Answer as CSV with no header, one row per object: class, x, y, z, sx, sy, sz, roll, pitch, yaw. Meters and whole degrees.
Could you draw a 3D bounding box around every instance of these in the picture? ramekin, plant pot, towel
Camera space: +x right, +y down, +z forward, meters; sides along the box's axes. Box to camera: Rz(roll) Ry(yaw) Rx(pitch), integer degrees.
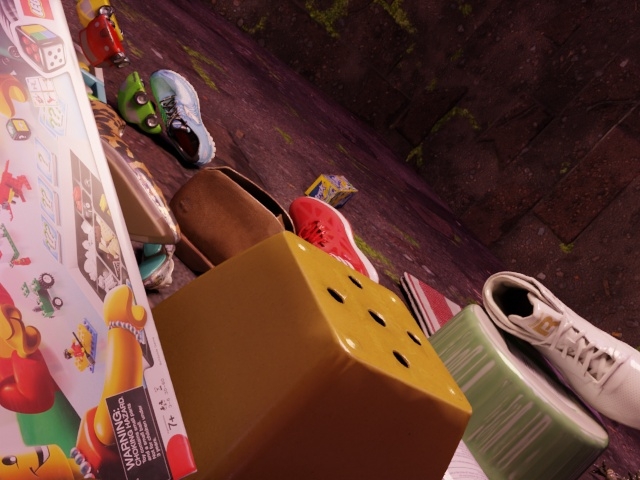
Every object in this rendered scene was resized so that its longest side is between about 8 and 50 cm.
ramekin,0.269,0.235,1.008,0.303,0.148,0.303,38,15,-12
plant pot,-0.018,0.122,0.529,0.212,0.187,0.212,30,18,-35
towel,0.305,0.209,1.401,0.329,0.037,0.237,33,19,-25

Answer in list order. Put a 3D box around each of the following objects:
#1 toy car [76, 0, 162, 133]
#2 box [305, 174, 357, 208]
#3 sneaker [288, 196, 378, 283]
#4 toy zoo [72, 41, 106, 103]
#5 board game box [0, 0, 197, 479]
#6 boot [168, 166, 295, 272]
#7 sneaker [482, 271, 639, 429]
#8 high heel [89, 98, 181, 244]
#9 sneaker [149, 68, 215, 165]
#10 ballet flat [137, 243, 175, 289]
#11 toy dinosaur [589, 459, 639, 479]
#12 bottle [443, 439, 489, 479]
toy car,-0.296,-0.248,1.012,0.239,0.053,0.225,-117,-172,-50
box,0.027,-0.109,1.544,0.054,0.059,0.169,46,15,10
sneaker,0.000,0.000,1.122,0.221,0.087,0.128,48,15,27
toy zoo,-0.394,-0.260,0.968,0.192,0.030,0.293,31,18,-35
board game box,-0.190,0.005,0.345,0.193,0.053,0.305,-11,81,-52
boot,-0.055,0.036,0.826,0.305,0.115,0.112,43,13,0
sneaker,0.347,0.150,0.968,0.169,0.108,0.292,26,12,-43
high heel,-0.215,-0.084,0.784,0.261,0.093,0.186,36,19,16
sneaker,-0.216,-0.191,1.073,0.162,0.063,0.073,62,11,-10
ballet flat,-0.168,0.028,0.716,0.041,0.041,0.114,36,17,-20
toy dinosaur,0.576,0.476,1.285,0.268,0.064,0.118,37,22,-26
bottle,0.133,0.276,0.657,0.118,0.092,0.283,26,21,-43
